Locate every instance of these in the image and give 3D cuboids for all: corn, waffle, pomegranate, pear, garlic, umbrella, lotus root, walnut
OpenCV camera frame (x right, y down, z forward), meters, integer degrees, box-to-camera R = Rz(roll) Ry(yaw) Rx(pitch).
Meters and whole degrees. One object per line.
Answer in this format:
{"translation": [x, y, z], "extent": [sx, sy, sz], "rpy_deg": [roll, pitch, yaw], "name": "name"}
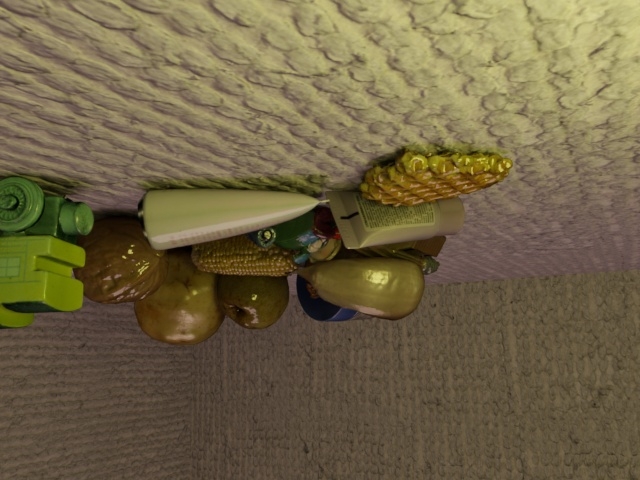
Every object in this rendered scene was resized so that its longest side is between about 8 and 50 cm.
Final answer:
{"translation": [-0.194, 0.038, 1.552], "extent": [0.347, 0.130, 0.130], "rpy_deg": [-4, 170, 18], "name": "corn"}
{"translation": [0.198, -0.109, 0.998], "extent": [0.245, 0.052, 0.254], "rpy_deg": [1, 169, -18], "name": "waffle"}
{"translation": [-0.429, 0.178, 1.801], "extent": [0.333, 0.332, 0.332], "rpy_deg": [-1, 170, 0], "name": "pomegranate"}
{"translation": [-0.206, 0.153, 1.669], "extent": [0.229, 0.188, 0.211], "rpy_deg": [33, -149, 0], "name": "pear"}
{"translation": [0.094, 0.113, 1.359], "extent": [0.339, 0.151, 0.196], "rpy_deg": [5, 176, -12], "name": "garlic"}
{"translation": [-0.142, -0.021, 1.267], "extent": [0.052, 0.053, 0.250], "rpy_deg": [-3, -173, -16], "name": "umbrella"}
{"translation": [0.034, 0.063, 1.562], "extent": [0.140, 0.154, 0.257], "rpy_deg": [-8, -154, 40], "name": "lotus root"}
{"translation": [-0.473, 0.046, 1.337], "extent": [0.228, 0.227, 0.228], "rpy_deg": [-1, 170, 0], "name": "walnut"}

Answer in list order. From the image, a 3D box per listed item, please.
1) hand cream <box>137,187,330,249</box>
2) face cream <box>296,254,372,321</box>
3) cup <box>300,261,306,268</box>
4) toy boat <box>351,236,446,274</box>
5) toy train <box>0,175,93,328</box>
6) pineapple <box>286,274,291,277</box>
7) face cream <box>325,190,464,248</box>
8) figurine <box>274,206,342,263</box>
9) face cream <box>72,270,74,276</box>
{"translation": [-0.166, -0.059, 1.098], "extent": [0.359, 0.117, 0.185], "rpy_deg": [-7, 180, -5], "name": "hand cream"}
{"translation": [0.081, 0.140, 1.827], "extent": [0.225, 0.248, 0.249], "rpy_deg": [8, 166, -42], "name": "face cream"}
{"translation": [-0.054, 0.042, 1.677], "extent": [0.136, 0.099, 0.133], "rpy_deg": [2, 169, -16], "name": "cup"}
{"translation": [0.208, 0.003, 1.412], "extent": [0.162, 0.135, 0.446], "rpy_deg": [-14, 164, 30], "name": "toy boat"}
{"translation": [-0.643, 0.032, 1.040], "extent": [0.443, 0.272, 0.179], "rpy_deg": [-2, 167, 5], "name": "toy train"}
{"translation": [-0.127, 0.103, 2.166], "extent": [0.114, 0.077, 0.114], "rpy_deg": [-11, -154, -7], "name": "pineapple"}
{"translation": [0.155, -0.048, 1.138], "extent": [0.274, 0.154, 0.096], "rpy_deg": [-2, 143, -20], "name": "face cream"}
{"translation": [0.003, -0.014, 1.346], "extent": [0.185, 0.127, 0.234], "rpy_deg": [-18, 152, 34], "name": "figurine"}
{"translation": [-0.707, 0.078, 1.814], "extent": [0.311, 0.092, 0.092], "rpy_deg": [7, 167, -42], "name": "face cream"}
